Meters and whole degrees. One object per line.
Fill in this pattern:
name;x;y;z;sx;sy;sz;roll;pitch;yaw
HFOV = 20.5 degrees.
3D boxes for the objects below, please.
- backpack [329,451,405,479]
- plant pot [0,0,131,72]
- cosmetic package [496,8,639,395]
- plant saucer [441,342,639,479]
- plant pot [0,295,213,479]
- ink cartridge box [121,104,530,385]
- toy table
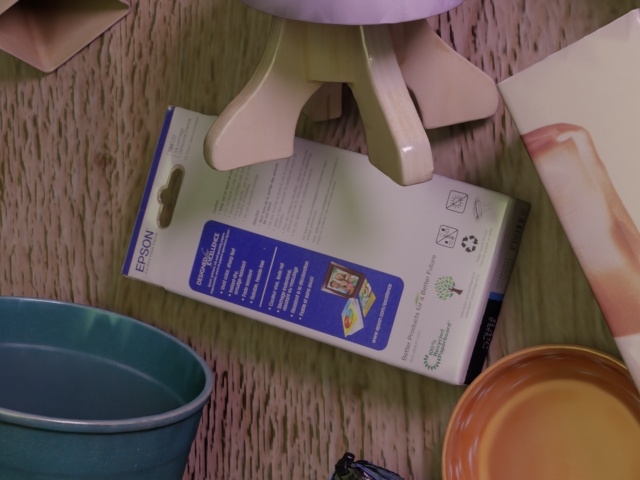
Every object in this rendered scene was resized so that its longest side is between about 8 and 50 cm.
backpack;0.054;0.245;1.464;0.114;0.084;0.105;29;96;20
plant pot;-0.259;-0.237;1.636;0.109;0.109;0.096;-35;60;18
cosmetic package;0.265;-0.009;1.356;0.129;0.153;0.296;-27;74;19
plant saucer;0.197;0.183;1.431;0.200;0.037;0.200;-2;86;22
plant pot;-0.248;0.214;1.515;0.272;0.272;0.255;19;107;24
ink cartridge box;0.000;0.000;1.520;0.333;0.065;0.165;18;93;23
toy table;0.022;-0.154;1.421;0.252;0.274;0.161;-8;112;-7
